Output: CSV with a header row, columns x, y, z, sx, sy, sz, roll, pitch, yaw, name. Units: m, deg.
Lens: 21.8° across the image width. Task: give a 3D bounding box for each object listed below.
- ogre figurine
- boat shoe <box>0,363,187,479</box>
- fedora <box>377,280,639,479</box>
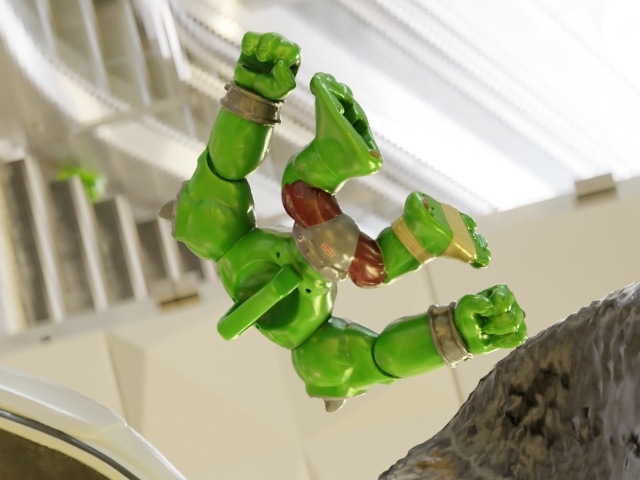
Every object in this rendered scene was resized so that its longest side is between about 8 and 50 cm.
x,y,z,sx,sy,sz,roll,pitch,yaw,name
0.000,0.000,0.838,0.197,0.118,0.097,43,20,-19,ogre figurine
-0.080,0.162,0.652,0.335,0.121,0.119,34,22,-16,boat shoe
0.095,0.105,0.432,0.152,0.334,0.334,48,3,-8,fedora
